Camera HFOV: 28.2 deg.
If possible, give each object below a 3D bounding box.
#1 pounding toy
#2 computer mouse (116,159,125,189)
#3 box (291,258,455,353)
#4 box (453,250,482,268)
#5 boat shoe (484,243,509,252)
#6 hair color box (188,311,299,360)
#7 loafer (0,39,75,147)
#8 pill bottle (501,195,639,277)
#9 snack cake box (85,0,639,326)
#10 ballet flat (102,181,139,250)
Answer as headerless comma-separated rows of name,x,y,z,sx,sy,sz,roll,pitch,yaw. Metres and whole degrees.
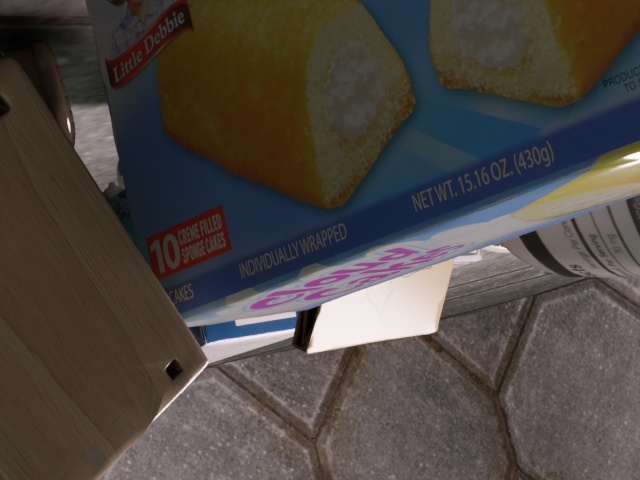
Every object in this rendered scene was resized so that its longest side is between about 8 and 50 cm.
pounding toy,-0.163,-0.021,0.442,0.181,0.206,0.094,5,-137,47
computer mouse,-0.057,-0.030,0.633,0.106,0.042,0.193,-51,-156,6
box,0.057,0.001,0.994,0.021,0.164,0.201,18,-170,30
box,0.000,0.000,1.099,0.169,0.087,0.290,-19,171,30
boat shoe,0.127,-0.051,0.898,0.305,0.109,0.091,-1,170,-43
hair color box,-0.184,0.089,1.327,0.347,0.105,0.174,-21,169,39
loafer,-0.156,-0.050,0.595,0.050,0.056,0.148,-17,174,-31
pill bottle,0.151,-0.063,0.519,0.279,0.162,0.162,1,-177,37
snack cake box,0.041,-0.076,0.422,0.264,0.152,0.089,-22,168,41
ballet flat,-0.116,-0.005,0.558,0.070,0.070,0.188,-8,-174,-39
